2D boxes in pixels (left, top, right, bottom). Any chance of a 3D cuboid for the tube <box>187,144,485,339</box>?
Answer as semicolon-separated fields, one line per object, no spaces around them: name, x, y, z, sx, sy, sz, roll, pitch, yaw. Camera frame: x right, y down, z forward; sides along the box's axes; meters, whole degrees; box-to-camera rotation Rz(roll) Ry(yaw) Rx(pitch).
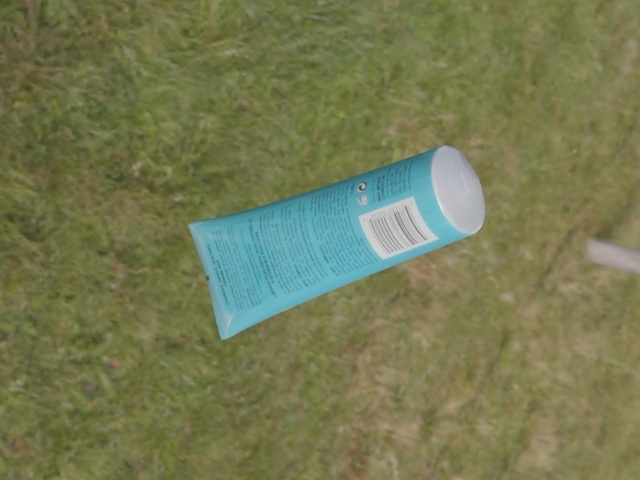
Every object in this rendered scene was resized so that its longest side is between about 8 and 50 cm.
tube;0.000;0.000;0.678;0.052;0.207;0.080;-5;78;-53
